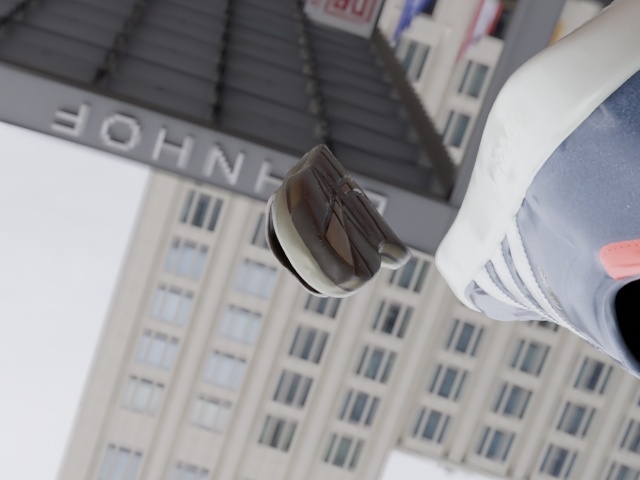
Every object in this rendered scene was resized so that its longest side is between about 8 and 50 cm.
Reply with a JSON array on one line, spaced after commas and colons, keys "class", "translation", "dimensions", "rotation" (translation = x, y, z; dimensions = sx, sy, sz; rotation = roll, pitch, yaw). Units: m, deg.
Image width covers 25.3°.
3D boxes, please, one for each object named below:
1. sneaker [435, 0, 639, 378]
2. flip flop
[{"class": "sneaker", "translation": [0.147, 0.013, 0.668], "dimensions": [0.148, 0.131, 0.350], "rotation": [51, 176, 13]}, {"class": "flip flop", "translation": [0.000, 0.000, 1.022], "dimensions": [0.112, 0.080, 0.277], "rotation": [51, -168, -1]}]
